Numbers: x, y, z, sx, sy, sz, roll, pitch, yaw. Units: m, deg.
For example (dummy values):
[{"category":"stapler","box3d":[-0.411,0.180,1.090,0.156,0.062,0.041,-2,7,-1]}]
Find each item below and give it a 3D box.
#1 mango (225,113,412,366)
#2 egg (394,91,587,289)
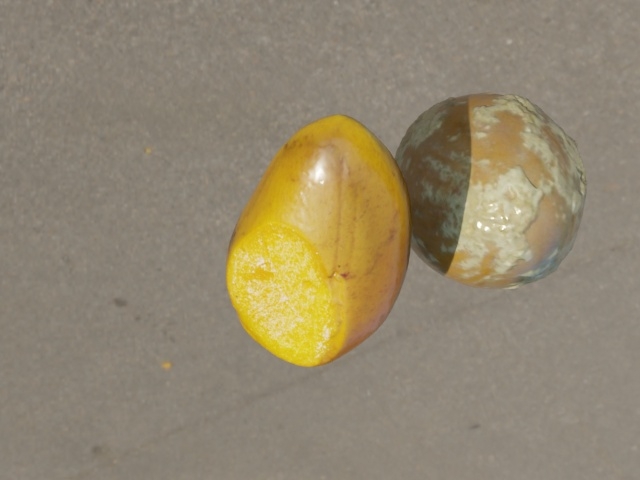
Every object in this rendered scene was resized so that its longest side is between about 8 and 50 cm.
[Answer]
[{"category":"mango","box3d":[0.002,-0.004,0.732,0.141,0.102,0.217,15,126,10]},{"category":"egg","box3d":[0.170,-0.049,0.957,0.203,0.245,0.203,-2,114,-4]}]
